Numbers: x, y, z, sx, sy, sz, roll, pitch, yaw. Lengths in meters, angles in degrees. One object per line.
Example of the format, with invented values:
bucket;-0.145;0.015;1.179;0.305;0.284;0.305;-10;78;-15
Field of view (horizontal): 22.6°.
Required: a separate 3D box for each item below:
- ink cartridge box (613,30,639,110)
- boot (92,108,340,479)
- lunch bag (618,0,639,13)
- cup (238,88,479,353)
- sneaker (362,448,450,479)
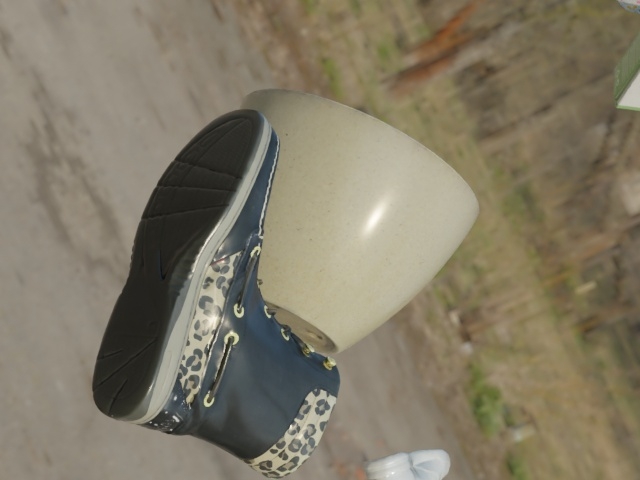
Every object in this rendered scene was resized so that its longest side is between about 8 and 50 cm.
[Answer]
ink cartridge box;0.421;-0.198;1.667;0.235;0.171;0.056;111;-15;-66
boot;-0.052;0.044;1.153;0.178;0.085;0.236;34;70;-42
lunch bag;0.354;-0.275;1.711;0.083;0.071;0.053;19;59;-32
cup;0.000;0.000;1.993;0.237;0.331;0.331;-64;150;-15
sneaker;0.113;0.317;2.033;0.212;0.080;0.094;9;64;-65
